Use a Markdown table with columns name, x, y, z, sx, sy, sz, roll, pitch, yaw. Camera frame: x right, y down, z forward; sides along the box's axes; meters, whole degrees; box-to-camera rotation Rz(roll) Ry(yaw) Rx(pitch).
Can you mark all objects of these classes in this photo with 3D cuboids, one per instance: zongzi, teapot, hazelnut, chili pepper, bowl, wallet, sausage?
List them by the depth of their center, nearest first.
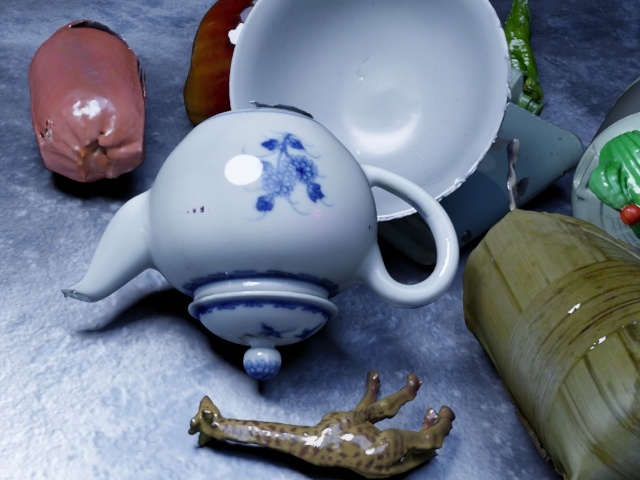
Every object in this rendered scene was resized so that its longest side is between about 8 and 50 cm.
| name | x | y | z | sx | sy | sz | roll | pitch | yaw |
| --- | --- | --- | --- | --- | --- | --- | --- | --- | --- |
| teapot | -0.061 | 0.012 | 1.061 | 0.423 | 0.252 | 0.280 | 0 | 73 | -4 |
| zongzi | 0.394 | 0.150 | 1.115 | 0.466 | 0.218 | 0.500 | 26 | 20 | -24 |
| bowl | 0.069 | -0.191 | 1.252 | 0.345 | 0.346 | 0.157 | 23 | 4 | 11 |
| sausage | -0.300 | -0.182 | 1.279 | 0.152 | 0.152 | 0.280 | 1 | 40 | -17 |
| hazelnut | -0.097 | -0.245 | 1.389 | 0.217 | 0.217 | 0.252 | 16 | 62 | 2 |
| wallet | 0.183 | -0.117 | 1.390 | 0.252 | 0.083 | 0.360 | 37 | 48 | 27 |
| chili pepper | 0.353 | -0.362 | 1.767 | 0.085 | 0.076 | 0.359 | 34 | 37 | -21 |

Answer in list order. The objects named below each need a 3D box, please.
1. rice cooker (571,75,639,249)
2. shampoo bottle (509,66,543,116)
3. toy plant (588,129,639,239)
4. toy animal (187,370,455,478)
| name | x | y | z | sx | sy | sz | roll | pitch | yaw |
| --- | --- | --- | --- | --- | --- | --- | --- | --- | --- |
| rice cooker | 0.492 | -0.087 | 1.318 | 0.288 | 0.288 | 0.277 | 26 | 38 | 14 |
| shampoo bottle | 0.250 | -0.253 | 1.589 | 0.234 | 0.087 | 0.118 | 26 | 43 | 15 |
| toy plant | 0.412 | -0.027 | 1.117 | 0.240 | 0.088 | 0.154 | 41 | 44 | 13 |
| toy animal | 0.009 | 0.190 | 0.993 | 0.275 | 0.054 | 0.149 | -8 | 41 | -25 |
